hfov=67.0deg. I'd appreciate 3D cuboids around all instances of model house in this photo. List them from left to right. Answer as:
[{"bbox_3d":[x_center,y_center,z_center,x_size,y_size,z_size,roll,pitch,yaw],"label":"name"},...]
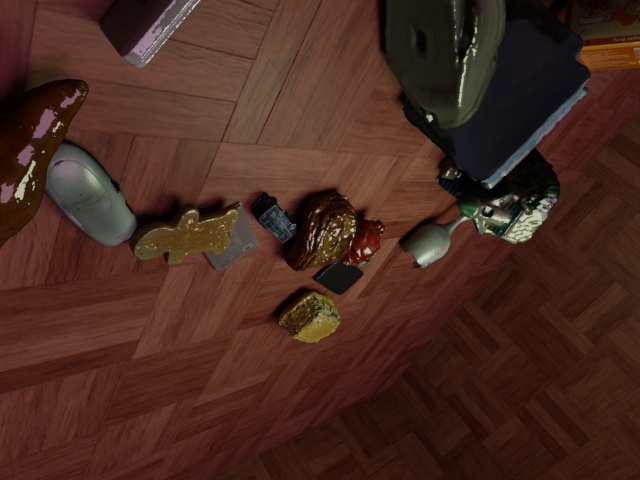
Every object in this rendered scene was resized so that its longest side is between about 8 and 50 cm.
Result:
[{"bbox_3d":[0.516,-0.170,1.479,0.284,0.298,0.243,12,130,-11],"label":"model house"},{"bbox_3d":[0.442,-0.337,1.181,0.360,0.297,0.339,-50,158,18],"label":"model house"}]

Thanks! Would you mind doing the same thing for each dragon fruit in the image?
[{"bbox_3d":[0.113,-0.006,1.401,0.166,0.133,0.136,-38,-166,-1],"label":"dragon fruit"}]

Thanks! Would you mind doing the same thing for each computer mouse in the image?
[{"bbox_3d":[0.226,-0.388,0.878,0.145,0.228,0.429,-41,152,-12],"label":"computer mouse"}]

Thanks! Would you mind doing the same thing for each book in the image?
[{"bbox_3d":[-0.213,-0.002,1.116,0.127,0.014,0.182,-34,152,-12],"label":"book"}]

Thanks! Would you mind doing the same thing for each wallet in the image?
[{"bbox_3d":[0.067,0.121,1.626,0.124,0.025,0.244,-42,153,4],"label":"wallet"}]

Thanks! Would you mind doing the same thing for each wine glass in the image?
[{"bbox_3d":[0.444,-0.029,1.753,0.321,0.143,0.143,-34,152,-5],"label":"wine glass"}]

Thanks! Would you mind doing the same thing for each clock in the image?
[{"bbox_3d":[0.163,0.065,1.677,0.083,0.010,0.074,-43,152,6],"label":"clock"}]

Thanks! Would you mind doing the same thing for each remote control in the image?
[{"bbox_3d":[-0.375,-0.065,0.796,0.097,0.045,0.256,-34,154,-12],"label":"remote control"},{"bbox_3d":[-0.172,-0.332,0.598,0.250,0.103,0.034,-46,149,8],"label":"remote control"}]

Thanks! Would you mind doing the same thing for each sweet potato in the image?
[{"bbox_3d":[-0.430,-0.076,0.646,0.112,0.112,0.359,5,126,-53],"label":"sweet potato"}]

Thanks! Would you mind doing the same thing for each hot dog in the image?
[{"bbox_3d":[0.002,0.000,1.277,0.175,0.114,0.259,-20,146,-38],"label":"hot dog"}]

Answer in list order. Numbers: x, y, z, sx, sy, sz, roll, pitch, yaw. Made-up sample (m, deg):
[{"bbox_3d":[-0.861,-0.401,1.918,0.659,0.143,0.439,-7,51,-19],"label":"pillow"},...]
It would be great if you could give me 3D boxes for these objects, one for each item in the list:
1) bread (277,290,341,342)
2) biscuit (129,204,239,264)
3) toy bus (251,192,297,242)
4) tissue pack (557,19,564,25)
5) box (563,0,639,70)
[{"bbox_3d":[-0.030,0.258,1.603,0.174,0.121,0.245,-36,157,9],"label":"bread"},{"bbox_3d":[-0.270,-0.013,0.976,0.234,0.030,0.153,-14,141,-44],"label":"biscuit"},{"bbox_3d":[-0.106,-0.049,1.146,0.065,0.047,0.166,-37,153,1],"label":"toy bus"},{"bbox_3d":[0.591,-0.473,1.339,0.148,0.092,0.246,-2,134,-48],"label":"tissue pack"},{"bbox_3d":[0.741,-0.553,1.113,0.213,0.283,0.260,-3,101,-52],"label":"box"}]
